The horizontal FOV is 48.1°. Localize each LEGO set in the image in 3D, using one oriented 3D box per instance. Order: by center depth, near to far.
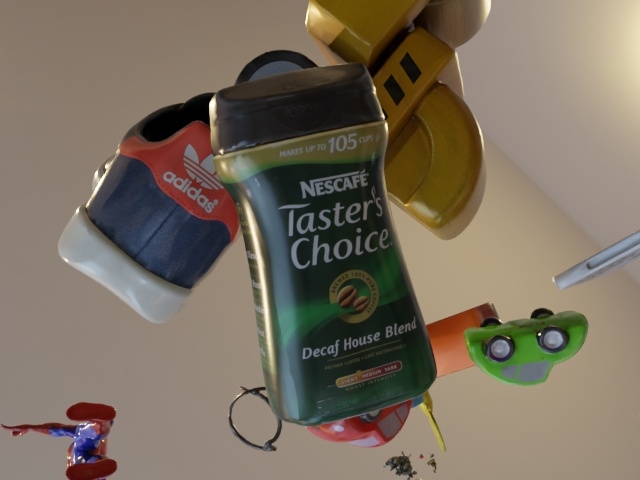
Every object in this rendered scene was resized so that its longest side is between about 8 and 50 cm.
[{"bbox_3d":[0.134,0.336,1.082,0.083,0.023,0.054,-21,-136,-10],"label":"LEGO set"}]

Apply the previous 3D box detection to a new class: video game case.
[{"bbox_3d":[0.329,0.005,0.741,0.157,0.143,0.019,-5,-116,-54],"label":"video game case"}]

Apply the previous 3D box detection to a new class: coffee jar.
[{"bbox_3d":[0.000,0.000,0.393,0.096,0.079,0.184,-14,-83,-10],"label":"coffee jar"}]

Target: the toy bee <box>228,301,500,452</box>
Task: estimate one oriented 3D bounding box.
[{"bbox_3d":[0.066,0.127,0.788,0.162,0.299,0.195,-1,-90,-65],"label":"toy bee"}]

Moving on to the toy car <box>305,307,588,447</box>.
[{"bbox_3d":[0.106,0.103,0.587,0.225,0.239,0.053,-11,-82,9],"label":"toy car"}]

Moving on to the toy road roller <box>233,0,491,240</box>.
[{"bbox_3d":[0.096,-0.147,0.726,0.241,0.202,0.329,40,-85,14],"label":"toy road roller"}]

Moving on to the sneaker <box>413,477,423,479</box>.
[{"bbox_3d":[0.114,0.368,0.841,0.075,0.063,0.170,14,-127,25],"label":"sneaker"}]

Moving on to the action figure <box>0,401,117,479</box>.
[{"bbox_3d":[-0.306,0.245,0.821,0.139,0.280,0.091,1,-111,-16],"label":"action figure"}]

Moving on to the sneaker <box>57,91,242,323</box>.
[{"bbox_3d":[-0.109,-0.054,0.605,0.131,0.350,0.148,38,-85,-19],"label":"sneaker"}]
